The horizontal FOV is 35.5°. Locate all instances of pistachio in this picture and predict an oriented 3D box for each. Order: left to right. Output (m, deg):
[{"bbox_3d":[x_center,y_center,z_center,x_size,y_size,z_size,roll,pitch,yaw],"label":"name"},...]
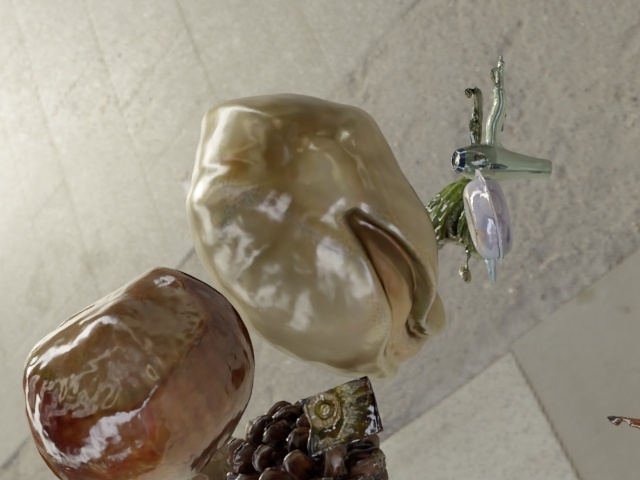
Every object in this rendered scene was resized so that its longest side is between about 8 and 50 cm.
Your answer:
[{"bbox_3d":[0.000,0.000,1.272,0.281,0.445,0.365,-44,39,-14],"label":"pistachio"}]

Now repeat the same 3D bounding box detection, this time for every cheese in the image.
[{"bbox_3d":[0.238,-0.021,1.429,0.052,0.245,0.135,-13,73,3],"label":"cheese"}]

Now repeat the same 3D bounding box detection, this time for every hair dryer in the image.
[{"bbox_3d":[0.314,-0.177,1.607,0.199,0.167,0.067,-69,21,8],"label":"hair dryer"}]

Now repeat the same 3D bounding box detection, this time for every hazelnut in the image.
[{"bbox_3d":[-0.112,0.097,0.650,0.143,0.154,0.143,40,153,26],"label":"hazelnut"}]

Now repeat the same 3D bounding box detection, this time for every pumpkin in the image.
[{"bbox_3d":[0.026,0.208,1.178,0.101,0.035,0.073,-20,75,19],"label":"pumpkin"}]

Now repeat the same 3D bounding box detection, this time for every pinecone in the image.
[{"bbox_3d":[-0.015,0.310,1.264,0.221,0.221,0.221,-6,82,45],"label":"pinecone"}]

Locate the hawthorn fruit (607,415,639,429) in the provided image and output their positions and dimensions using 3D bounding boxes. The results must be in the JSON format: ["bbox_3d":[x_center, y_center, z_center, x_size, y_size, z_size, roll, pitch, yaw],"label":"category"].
[{"bbox_3d":[0.412,0.207,1.003,0.243,0.207,0.207,17,99,16],"label":"hawthorn fruit"}]

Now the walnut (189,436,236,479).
[{"bbox_3d":[-0.197,0.412,1.539,0.273,0.273,0.227,-29,40,41],"label":"walnut"}]

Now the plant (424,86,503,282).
[{"bbox_3d":[0.313,-0.103,1.920,0.180,0.251,0.333,26,100,15],"label":"plant"}]
